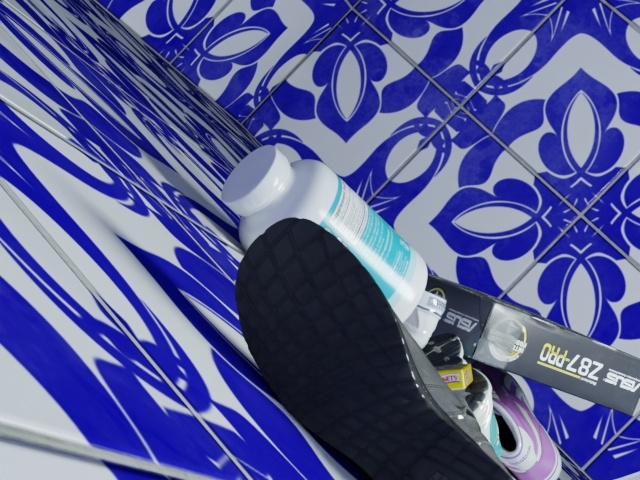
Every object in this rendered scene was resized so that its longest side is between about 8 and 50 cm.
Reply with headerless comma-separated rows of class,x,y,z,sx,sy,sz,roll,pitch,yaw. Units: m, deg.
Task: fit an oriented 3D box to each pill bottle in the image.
pill bottle,0.000,0.000,1.734,0.264,0.146,0.146,42,4,-25

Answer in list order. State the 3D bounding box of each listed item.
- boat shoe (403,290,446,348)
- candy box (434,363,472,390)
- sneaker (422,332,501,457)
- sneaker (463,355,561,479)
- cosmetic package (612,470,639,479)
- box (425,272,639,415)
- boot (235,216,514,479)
boat shoe,0.053,0.081,1.903,0.095,0.084,0.258,26,-6,-42
candy box,0.119,0.161,1.615,0.206,0.105,0.027,22,63,-81
sneaker,0.160,0.204,1.806,0.275,0.107,0.110,-118,-177,-68
sneaker,0.251,0.245,2.144,0.161,0.102,0.282,37,8,-43
cosmetic package,0.414,0.362,1.576,0.151,0.151,0.184,-131,-148,-52
box,0.251,0.131,2.106,0.318,0.097,0.395,24,-1,-31
boot,0.059,0.144,1.173,0.338,0.118,0.223,56,3,13
